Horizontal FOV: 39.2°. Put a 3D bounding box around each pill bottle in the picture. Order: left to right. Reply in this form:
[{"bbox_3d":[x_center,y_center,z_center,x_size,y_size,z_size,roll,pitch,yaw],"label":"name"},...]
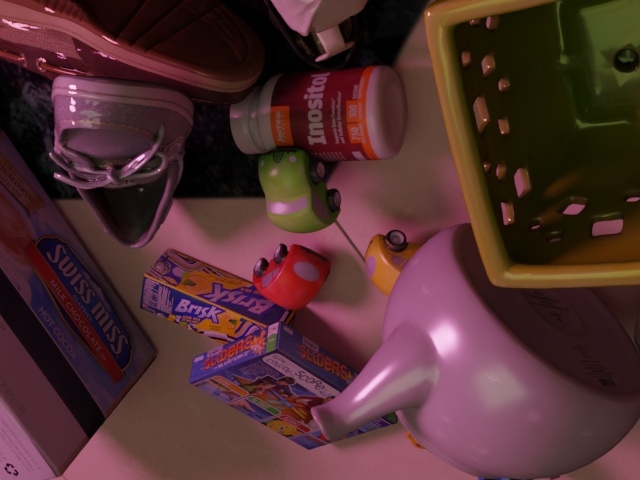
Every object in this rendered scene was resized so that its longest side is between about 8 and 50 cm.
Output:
[{"bbox_3d":[-0.003,-0.115,0.837,0.152,0.086,0.086,-1,120,24],"label":"pill bottle"}]

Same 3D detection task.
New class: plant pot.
[{"bbox_3d":[0.227,-0.116,0.662,0.228,0.207,0.227,-5,118,26],"label":"plant pot"}]

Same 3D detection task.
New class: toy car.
[{"bbox_3d":[0.000,0.000,0.879,0.239,0.053,0.225,-5,142,26],"label":"toy car"}]

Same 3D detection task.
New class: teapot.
[{"bbox_3d":[0.151,0.121,0.809,0.256,0.252,0.187,34,117,-4],"label":"teapot"}]

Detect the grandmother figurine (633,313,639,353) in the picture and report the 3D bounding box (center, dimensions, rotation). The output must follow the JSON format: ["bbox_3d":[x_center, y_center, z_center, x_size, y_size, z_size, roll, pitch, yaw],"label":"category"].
[{"bbox_3d":[0.411,0.180,0.837,0.208,0.104,0.342,-35,105,22],"label":"grandmother figurine"}]

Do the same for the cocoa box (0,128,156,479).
[{"bbox_3d":[-0.409,0.092,1.053,0.231,0.228,0.347,-19,111,31],"label":"cocoa box"}]

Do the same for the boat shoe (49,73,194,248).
[{"bbox_3d":[-0.179,-0.068,0.826,0.118,0.103,0.320,4,169,-9],"label":"boat shoe"}]

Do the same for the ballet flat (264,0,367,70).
[{"bbox_3d":[-0.002,-0.198,0.687,0.095,0.280,0.096,-26,83,5],"label":"ballet flat"}]

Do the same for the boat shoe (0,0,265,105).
[{"bbox_3d":[-0.209,-0.185,0.872,0.342,0.123,0.123,18,136,14],"label":"boat shoe"}]

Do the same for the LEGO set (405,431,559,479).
[{"bbox_3d":[0.153,0.200,0.967,0.093,0.087,0.227,-28,105,34],"label":"LEGO set"}]

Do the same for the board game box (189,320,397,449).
[{"bbox_3d":[-0.027,0.168,1.005,0.136,0.035,0.201,-24,133,33],"label":"board game box"}]

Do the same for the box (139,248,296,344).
[{"bbox_3d":[-0.116,0.074,1.020,0.169,0.059,0.054,22,129,9],"label":"box"}]
